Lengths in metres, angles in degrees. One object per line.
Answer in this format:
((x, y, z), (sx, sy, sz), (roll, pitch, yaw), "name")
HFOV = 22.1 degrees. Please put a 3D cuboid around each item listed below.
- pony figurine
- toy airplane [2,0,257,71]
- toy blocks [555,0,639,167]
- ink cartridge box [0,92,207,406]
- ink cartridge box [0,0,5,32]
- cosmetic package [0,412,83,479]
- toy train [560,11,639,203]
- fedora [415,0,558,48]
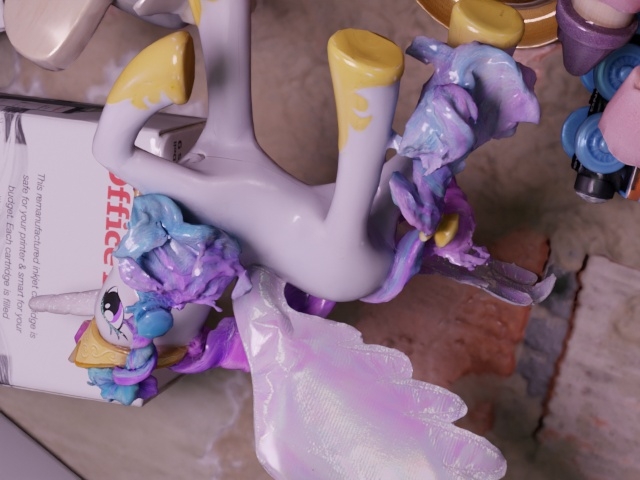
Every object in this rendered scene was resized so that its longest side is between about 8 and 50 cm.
((0.000, 0.000, 1.050), (0.351, 0.303, 0.363), (19, 130, -2), "pony figurine")
((-0.067, -0.335, 1.114), (0.386, 0.272, 0.384), (-29, 52, 27), "toy airplane")
((0.304, -0.068, 0.975), (0.288, 0.309, 0.260), (1, 134, -18), "toy blocks")
((-0.239, -0.003, 1.265), (0.289, 0.121, 0.211), (8, 102, 15), "ink cartridge box")
((-0.349, -0.268, 1.210), (0.207, 0.117, 0.283), (-5, 100, 58), "ink cartridge box")
((-0.290, 0.373, 1.233), (0.393, 0.329, 0.327), (38, 108, 7), "cosmetic package")
((0.234, -0.108, 1.127), (0.105, 0.080, 0.184), (15, 99, -4), "toy train")
((0.125, -0.229, 1.142), (0.194, 0.079, 0.194), (3, 100, 16), "fedora")
